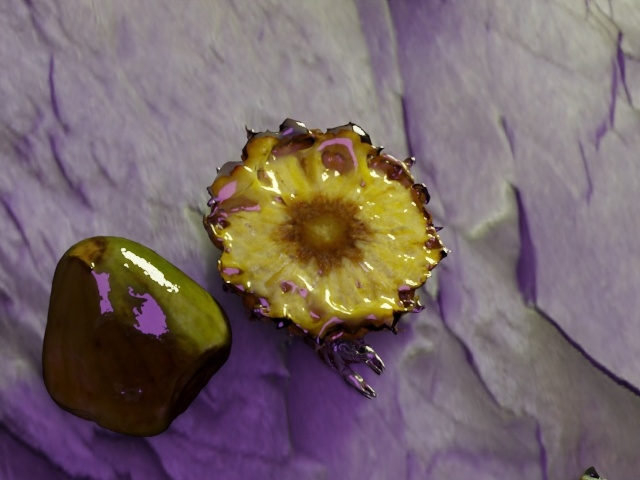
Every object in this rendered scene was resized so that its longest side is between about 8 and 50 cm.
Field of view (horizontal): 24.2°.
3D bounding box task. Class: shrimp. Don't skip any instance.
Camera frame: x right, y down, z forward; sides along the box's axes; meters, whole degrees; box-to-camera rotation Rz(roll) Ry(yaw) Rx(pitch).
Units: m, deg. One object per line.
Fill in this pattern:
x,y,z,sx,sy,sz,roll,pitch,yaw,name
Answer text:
0.020,0.093,1.263,0.092,0.029,0.038,45,68,-1,shrimp

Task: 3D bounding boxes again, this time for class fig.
-0.158,0.072,1.188,0.166,0.154,0.144,66,33,-24,fig

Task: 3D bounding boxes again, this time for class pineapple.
0.000,0.000,1.249,0.224,0.076,0.225,5,65,-11,pineapple

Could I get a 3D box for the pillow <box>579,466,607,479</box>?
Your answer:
0.200,0.336,1.110,0.119,0.310,0.312,-19,80,28,pillow
